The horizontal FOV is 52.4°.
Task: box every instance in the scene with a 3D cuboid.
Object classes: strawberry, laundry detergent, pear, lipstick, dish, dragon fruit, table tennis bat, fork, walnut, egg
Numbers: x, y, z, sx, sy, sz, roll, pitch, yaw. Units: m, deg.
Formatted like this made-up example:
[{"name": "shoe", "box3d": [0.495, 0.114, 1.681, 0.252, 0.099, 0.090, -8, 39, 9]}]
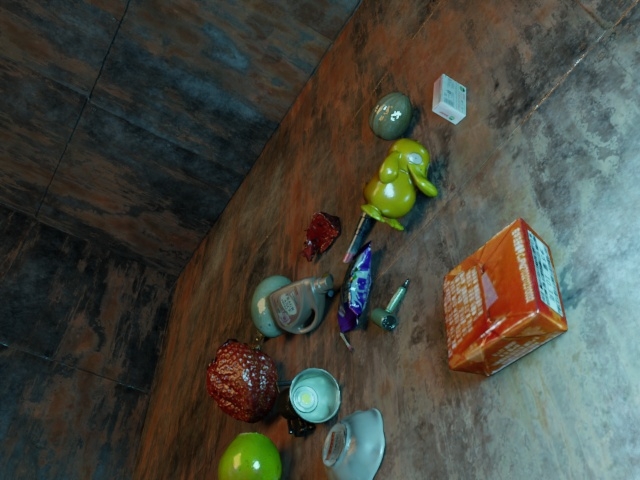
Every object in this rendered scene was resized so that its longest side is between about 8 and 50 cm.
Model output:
[{"name": "strawberry", "box3d": [-0.255, 0.478, 2.151, 0.238, 0.250, 0.288, -51, 49, 18]}, {"name": "laundry detergent", "box3d": [-0.047, 0.210, 2.111, 0.237, 0.076, 0.171, -23, 83, 34]}, {"name": "pear", "box3d": [-0.201, 0.673, 1.865, 0.187, 0.188, 0.219, -38, 41, 51]}, {"name": "lipstick", "box3d": [0.126, -0.032, 2.059, 0.234, 0.053, 0.053, -64, 20, 6]}, {"name": "dish", "box3d": [0.060, 0.497, 1.552, 0.229, 0.081, 0.229, -51, 24, 33]}, {"name": "dragon fruit", "box3d": [0.007, -0.003, 2.335, 0.192, 0.122, 0.092, -62, -19, 17]}, {"name": "table tennis bat", "box3d": [0.014, 0.160, 2.159, 0.100, 0.019, 0.155, -63, 18, 2]}, {"name": "fork", "box3d": [0.075, 0.293, 1.854, 0.016, 0.012, 0.115, -61, 21, 11]}, {"name": "walnut", "box3d": [0.231, -0.406, 2.126, 0.162, 0.140, 0.140, -49, 23, 10]}, {"name": "egg", "box3d": [-0.162, 0.231, 2.285, 0.169, 0.169, 0.236, -40, 29, 49]}]

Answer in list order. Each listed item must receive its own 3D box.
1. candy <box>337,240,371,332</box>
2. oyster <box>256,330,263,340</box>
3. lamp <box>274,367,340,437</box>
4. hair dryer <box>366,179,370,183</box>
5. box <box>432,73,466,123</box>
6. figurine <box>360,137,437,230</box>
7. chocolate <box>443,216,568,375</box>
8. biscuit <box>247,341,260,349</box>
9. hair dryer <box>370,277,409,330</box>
[{"name": "candy", "box3d": [0.102, 0.138, 1.901, 0.145, 0.070, 0.275, 137, 147, -60]}, {"name": "oyster", "box3d": [-0.204, 0.294, 2.479, 0.125, 0.064, 0.177, -26, 44, 53]}, {"name": "lamp", "box3d": [-0.051, 0.459, 1.826, 0.227, 0.147, 0.172, 134, 131, -59]}, {"name": "hair dryer", "box3d": [0.173, -0.149, 2.118, 0.063, 0.037, 0.114, -14, 61, 63]}, {"name": "box", "box3d": [0.367, -0.403, 1.849, 0.043, 0.089, 0.125, -42, 29, 47]}, {"name": "figurine", "box3d": [0.215, -0.160, 1.808, 0.228, 0.215, 0.215, -39, 29, 23]}, {"name": "chocolate", "box3d": [0.349, 0.118, 1.251, 0.235, 0.108, 0.237, -48, 25, 40]}, {"name": "biscuit", "box3d": [-0.302, 0.509, 2.512, 0.131, 0.026, 0.236, -10, 56, 68]}, {"name": "hair dryer", "box3d": [0.194, 0.163, 1.694, 0.150, 0.047, 0.071, -55, 21, -6]}]
